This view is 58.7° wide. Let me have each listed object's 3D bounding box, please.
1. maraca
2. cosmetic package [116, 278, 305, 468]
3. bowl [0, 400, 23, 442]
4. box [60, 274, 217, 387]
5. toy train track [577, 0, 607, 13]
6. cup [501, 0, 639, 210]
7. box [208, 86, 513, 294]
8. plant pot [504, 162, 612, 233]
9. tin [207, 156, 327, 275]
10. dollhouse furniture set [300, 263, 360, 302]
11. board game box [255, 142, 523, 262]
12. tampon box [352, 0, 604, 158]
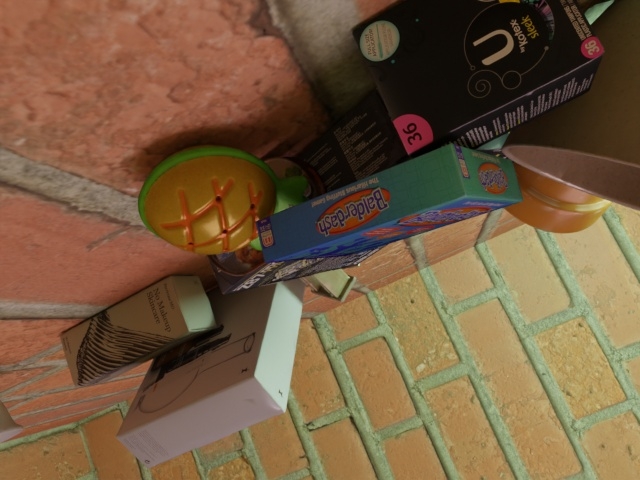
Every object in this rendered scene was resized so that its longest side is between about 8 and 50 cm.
[{"bbox_3d":[-0.093,-0.037,0.584,0.186,0.099,0.127,11,130,-38],"label":"maraca"},{"bbox_3d":[-0.181,0.203,1.062,0.284,0.097,0.377,-25,-156,16],"label":"cosmetic package"},{"bbox_3d":[-0.724,0.346,1.042,0.298,0.134,0.298,-23,168,-5],"label":"bowl"},{"bbox_3d":[-0.335,0.166,1.043,0.275,0.113,0.094,-29,167,18],"label":"box"},{"bbox_3d":[0.290,-0.257,0.597,0.083,0.014,0.048,-23,162,-28],"label":"toy train track"},{"bbox_3d":[0.392,-0.153,0.591,0.331,0.331,0.237,4,107,-65],"label":"cup"},{"bbox_3d":[0.064,-0.058,0.826,0.318,0.097,0.395,-13,163,-46],"label":"box"},{"bbox_3d":[0.379,-0.146,0.855,0.205,0.205,0.188,-18,152,-22],"label":"plant pot"},{"bbox_3d":[-0.072,-0.029,0.693,0.190,0.106,0.040,-30,179,32],"label":"tin"},{"bbox_3d":[0.000,0.000,1.116,0.101,0.161,0.182,12,154,47],"label":"dollhouse furniture set"},{"bbox_3d":[0.068,-0.028,0.553,0.210,0.047,0.160,-20,170,34],"label":"board game box"},{"bbox_3d":[0.131,-0.152,0.488,0.161,0.120,0.101,-27,169,17],"label":"tampon box"}]
